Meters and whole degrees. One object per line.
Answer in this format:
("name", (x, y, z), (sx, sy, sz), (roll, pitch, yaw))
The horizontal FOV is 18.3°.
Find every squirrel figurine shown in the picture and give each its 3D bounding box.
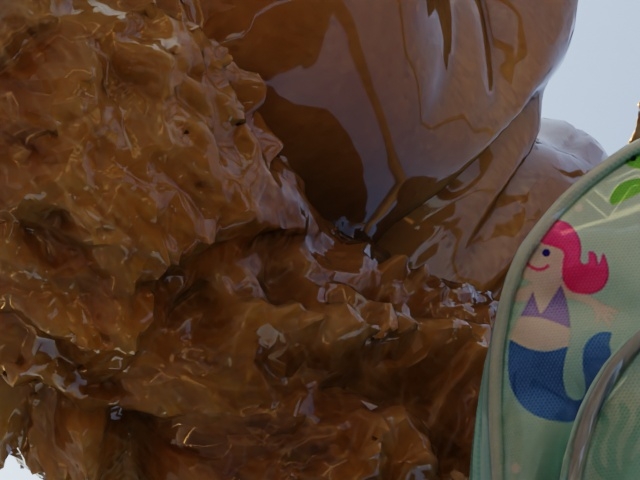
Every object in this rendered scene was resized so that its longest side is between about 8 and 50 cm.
("squirrel figurine", (0.000, 0.000, 0.749), (0.281, 0.370, 0.397), (-14, -144, 27))

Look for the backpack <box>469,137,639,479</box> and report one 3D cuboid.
("backpack", (0.141, 0.087, 0.478), (0.191, 0.225, 0.254), (73, 18, -66))
